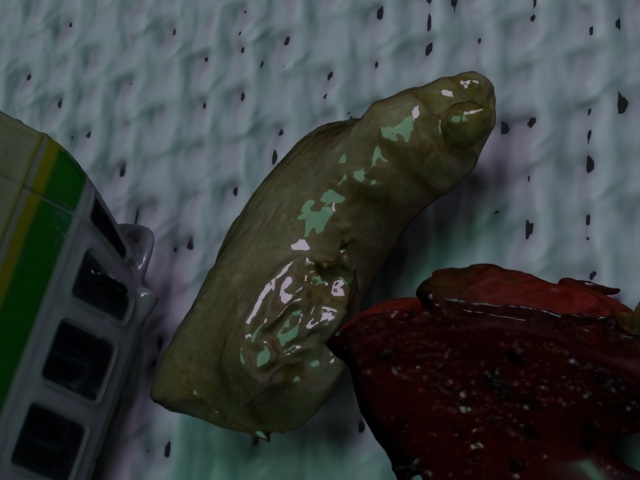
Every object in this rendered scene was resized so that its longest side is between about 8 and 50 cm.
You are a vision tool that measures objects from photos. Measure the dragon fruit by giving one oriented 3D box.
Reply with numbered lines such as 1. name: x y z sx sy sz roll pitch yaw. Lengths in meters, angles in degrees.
1. dragon fruit: 0.099 0.061 0.655 0.192 0.092 0.123 1 67 36

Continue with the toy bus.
1. toy bus: -0.200 0.086 0.800 0.143 0.179 0.306 -5 62 51

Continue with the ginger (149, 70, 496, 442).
1. ginger: -0.003 0.000 0.770 0.213 0.074 0.137 -59 32 -3
